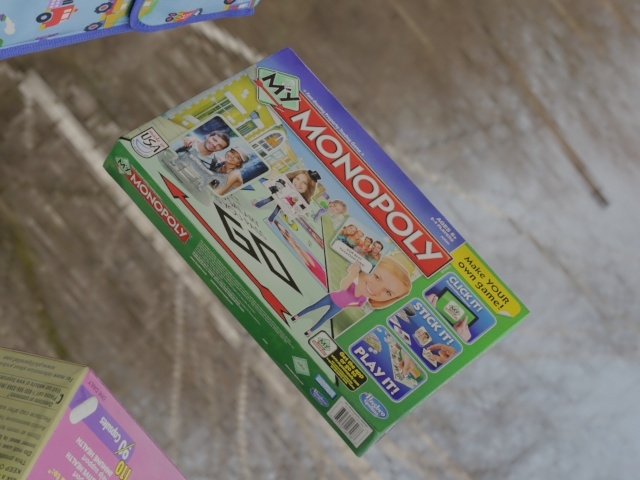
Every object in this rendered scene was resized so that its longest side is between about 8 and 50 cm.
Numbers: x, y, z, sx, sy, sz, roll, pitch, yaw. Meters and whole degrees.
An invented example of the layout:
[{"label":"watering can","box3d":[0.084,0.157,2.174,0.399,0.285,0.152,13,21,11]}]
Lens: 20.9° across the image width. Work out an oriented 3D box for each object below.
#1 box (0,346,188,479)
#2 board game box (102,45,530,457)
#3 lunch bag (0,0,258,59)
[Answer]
[{"label":"box","box3d":[-0.235,0.246,1.397,0.117,0.213,0.243,9,-122,33]},{"label":"board game box","box3d":[0.000,0.000,1.441,0.213,0.317,0.046,-34,168,-40]},{"label":"lunch bag","box3d":[-0.135,-0.275,1.441,0.293,0.138,0.221,-6,147,-26]}]
